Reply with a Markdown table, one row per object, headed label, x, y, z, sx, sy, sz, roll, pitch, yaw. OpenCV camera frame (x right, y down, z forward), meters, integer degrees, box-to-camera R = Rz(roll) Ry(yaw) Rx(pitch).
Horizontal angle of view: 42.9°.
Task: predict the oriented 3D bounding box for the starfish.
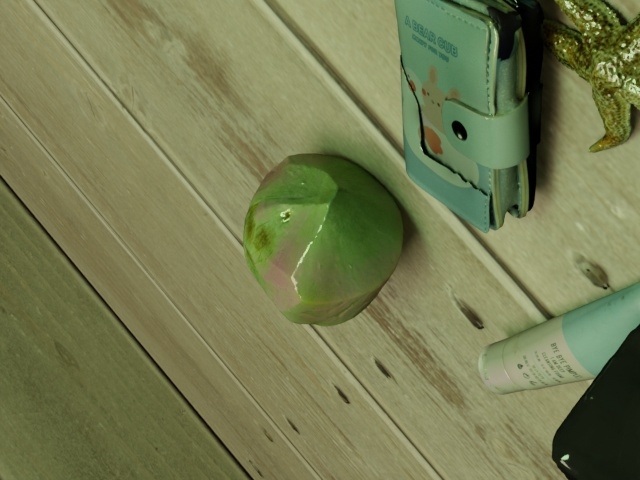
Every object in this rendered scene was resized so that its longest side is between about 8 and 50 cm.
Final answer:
| label | x | y | z | sx | sy | sz | roll | pitch | yaw |
| --- | --- | --- | --- | --- | --- | --- | --- | --- | --- |
| starfish | 0.250 | -0.153 | 0.674 | 0.223 | 0.050 | 0.217 | 36 | 142 | 17 |

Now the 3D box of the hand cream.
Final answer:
| label | x | y | z | sx | sy | sz | roll | pitch | yaw |
| --- | --- | --- | --- | --- | --- | --- | --- | --- | --- |
| hand cream | 0.299 | 0.112 | 0.915 | 0.111 | 0.070 | 0.312 | 55 | 145 | -3 |

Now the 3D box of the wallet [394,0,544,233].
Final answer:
| label | x | y | z | sx | sy | sz | roll | pitch | yaw |
| --- | --- | --- | --- | --- | --- | --- | --- | --- | --- |
| wallet | 0.140 | -0.143 | 0.803 | 0.176 | 0.075 | 0.250 | 46 | 156 | 43 |

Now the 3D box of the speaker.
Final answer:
| label | x | y | z | sx | sy | sz | roll | pitch | yaw |
| --- | --- | --- | --- | --- | --- | --- | --- | --- | --- |
| speaker | 0.390 | 0.242 | 0.812 | 0.180 | 0.184 | 0.388 | 30 | 166 | 51 |

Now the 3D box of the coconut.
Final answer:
| label | x | y | z | sx | sy | sz | roll | pitch | yaw |
| --- | --- | --- | --- | --- | --- | --- | --- | --- | --- |
| coconut | 0.000 | 0.000 | 1.068 | 0.205 | 0.236 | 0.236 | 13 | 148 | -1 |
